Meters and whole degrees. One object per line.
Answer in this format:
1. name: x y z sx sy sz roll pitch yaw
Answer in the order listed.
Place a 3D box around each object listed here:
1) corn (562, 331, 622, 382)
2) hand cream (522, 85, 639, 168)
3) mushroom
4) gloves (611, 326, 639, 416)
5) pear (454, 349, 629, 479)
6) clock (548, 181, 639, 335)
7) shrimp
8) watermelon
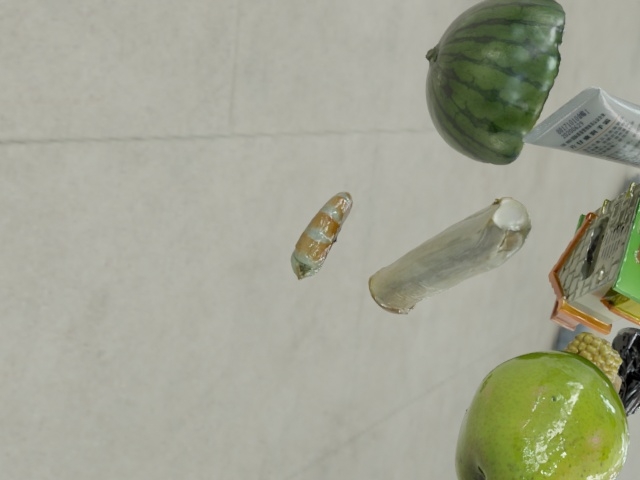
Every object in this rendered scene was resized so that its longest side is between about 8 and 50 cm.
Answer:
1. corn: 0.301 0.264 1.651 0.310 0.101 0.101 -58 154 -2
2. hand cream: 0.445 -0.158 1.822 0.314 0.139 0.089 8 54 -44
3. mushroom: 0.206 0.026 1.899 0.122 0.351 0.095 -7 70 -39
4. gloves: 0.555 0.262 2.241 0.164 0.124 0.203 58 49 -64
5. pear: 0.231 0.220 1.302 0.219 0.187 0.187 -45 138 -41
6. clock: 0.445 0.032 1.798 0.220 0.106 0.255 -67 -170 -24
7. shrimp: 0.000 0.000 1.814 0.161 0.049 0.166 -61 176 -14
8. watermelon: 0.292 -0.309 2.176 0.331 0.189 0.331 -167 -90 -71
